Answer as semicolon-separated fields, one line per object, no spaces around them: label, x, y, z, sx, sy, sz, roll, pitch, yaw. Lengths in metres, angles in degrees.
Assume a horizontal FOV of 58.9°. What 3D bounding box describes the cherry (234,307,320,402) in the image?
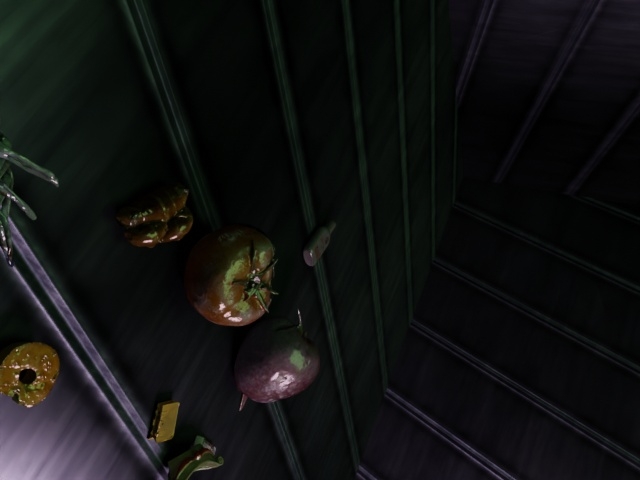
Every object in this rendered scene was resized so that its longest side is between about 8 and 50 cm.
cherry;-0.107;0.306;1.467;0.266;0.183;0.213;-43;109;2

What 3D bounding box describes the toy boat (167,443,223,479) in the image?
toy boat;-0.297;0.518;1.300;0.071;0.089;0.185;60;27;12

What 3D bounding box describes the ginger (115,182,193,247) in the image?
ginger;-0.302;-0.038;1.035;0.162;0.073;0.103;-35;119;-47

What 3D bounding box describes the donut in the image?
donut;-0.452;0.198;0.861;0.097;0.043;0.108;-61;150;-30

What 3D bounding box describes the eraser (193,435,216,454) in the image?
eraser;-0.286;0.510;1.402;0.099;0.019;0.027;69;26;-52

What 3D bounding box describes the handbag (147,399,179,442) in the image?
handbag;-0.338;0.389;1.223;0.061;0.027;0.083;13;88;-66

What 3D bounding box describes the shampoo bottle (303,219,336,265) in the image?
shampoo bottle;0.000;0.000;1.735;0.165;0.040;0.080;-55;146;-37

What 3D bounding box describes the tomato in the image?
tomato;-0.202;0.082;1.187;0.155;0.181;0.214;-24;120;-53

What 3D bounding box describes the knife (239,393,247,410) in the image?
knife;-0.183;0.345;1.549;0.035;0.018;0.247;20;86;-68

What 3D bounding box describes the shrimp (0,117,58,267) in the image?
shrimp;-0.407;-0.113;0.619;0.166;0.222;0.410;-68;153;-81
